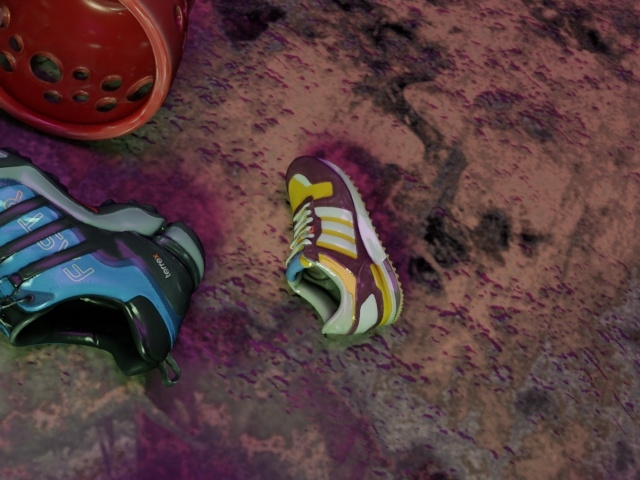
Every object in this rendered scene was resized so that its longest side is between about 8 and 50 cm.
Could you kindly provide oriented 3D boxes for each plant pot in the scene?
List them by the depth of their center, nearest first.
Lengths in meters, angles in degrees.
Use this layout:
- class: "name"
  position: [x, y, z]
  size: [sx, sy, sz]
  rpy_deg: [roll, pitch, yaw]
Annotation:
- class: "plant pot"
  position: [-0.207, -0.215, 1.073]
  size: [0.191, 0.191, 0.174]
  rpy_deg: [19, 46, -5]

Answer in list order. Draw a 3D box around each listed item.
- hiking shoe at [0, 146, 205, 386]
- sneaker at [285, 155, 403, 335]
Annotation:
- class: "hiking shoe"
  position: [-0.242, 0.011, 0.929]
  size: [0.304, 0.113, 0.132]
  rpy_deg: [16, 49, -8]
- class: "sneaker"
  position: [0.000, 0.000, 1.057]
  size: [0.084, 0.069, 0.185]
  rpy_deg: [-10, 56, -33]
